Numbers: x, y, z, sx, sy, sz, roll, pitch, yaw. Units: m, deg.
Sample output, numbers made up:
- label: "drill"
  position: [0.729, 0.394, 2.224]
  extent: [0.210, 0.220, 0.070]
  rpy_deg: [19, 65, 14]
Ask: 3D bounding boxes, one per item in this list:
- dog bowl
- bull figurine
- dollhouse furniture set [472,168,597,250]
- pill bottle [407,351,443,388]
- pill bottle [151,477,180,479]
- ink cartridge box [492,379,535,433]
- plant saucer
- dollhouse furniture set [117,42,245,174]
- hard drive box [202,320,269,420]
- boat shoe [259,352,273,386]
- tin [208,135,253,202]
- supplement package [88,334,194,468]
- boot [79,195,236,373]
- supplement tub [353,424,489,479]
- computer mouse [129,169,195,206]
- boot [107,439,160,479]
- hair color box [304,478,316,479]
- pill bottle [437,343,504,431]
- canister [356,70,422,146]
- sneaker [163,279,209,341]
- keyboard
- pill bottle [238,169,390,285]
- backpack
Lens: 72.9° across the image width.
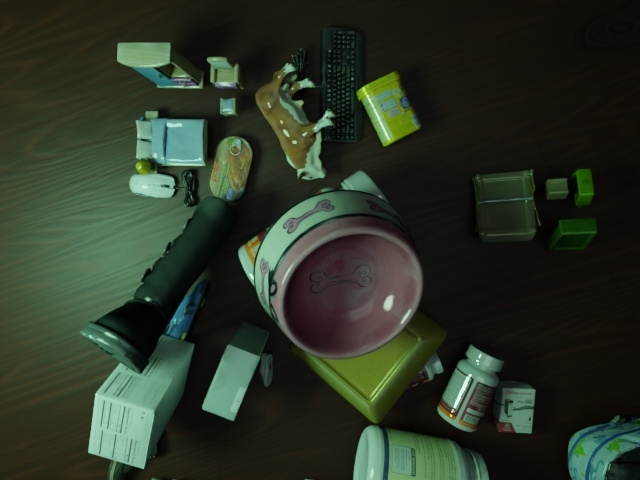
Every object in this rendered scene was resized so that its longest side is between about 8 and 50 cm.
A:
- label: "dog bowl"
  position: [0.056, 0.097, 1.009]
  extent: [0.409, 0.150, 0.407]
  rpy_deg: [-6, 116, -13]
- label: "bull figurine"
  position: [-0.059, -0.316, 1.179]
  extent: [0.188, 0.101, 0.310]
  rpy_deg: [-36, 88, 28]
- label: "dollhouse furniture set"
  position: [0.594, -0.083, 1.239]
  extent: [0.302, 0.151, 0.197]
  rpy_deg: [-2, 73, 17]
- label: "pill bottle"
  position: [0.272, 0.375, 1.256]
  extent: [0.152, 0.086, 0.086]
  rpy_deg: [-20, 94, 2]
- label: "pill bottle"
  position: [-0.405, 0.776, 1.261]
  extent: [0.222, 0.124, 0.124]
  rpy_deg: [23, 94, -2]
- label: "ink cartridge box"
  position: [0.570, 0.490, 1.281]
  extent: [0.099, 0.056, 0.135]
  rpy_deg: [2, 94, 0]
- label: "plant saucer"
  position: [0.121, 0.285, 1.206]
  extent: [0.333, 0.081, 0.332]
  rpy_deg: [37, 92, 15]
- label: "dollhouse furniture set"
  position: [-0.367, -0.320, 1.127]
  extent: [0.287, 0.198, 0.303]
  rpy_deg: [4, 93, 9]
- label: "hard drive box"
  position: [-0.222, 0.342, 1.178]
  extent: [0.089, 0.232, 0.181]
  rpy_deg: [23, 94, -2]
- label: "boat shoe"
  position: [-0.164, 0.381, 1.283]
  extent: [0.035, 0.035, 0.100]
  rpy_deg: [5, 99, 27]
- label: "tin"
  position: [-0.256, -0.202, 1.238]
  extent: [0.106, 0.040, 0.189]
  rpy_deg: [15, 93, -5]
- label: "supplement package"
  position: [-0.461, 0.407, 1.143]
  extent: [0.145, 0.262, 0.203]
  rpy_deg: [18, 113, -1]
- label: "boot"
  position: [-0.339, 0.079, 1.024]
  extent: [0.146, 0.367, 0.445]
  rpy_deg: [42, 63, -13]
- label: "supplement tub"
  position: [0.269, 0.661, 1.201]
  extent: [0.325, 0.235, 0.235]
  rpy_deg: [11, 94, -1]
- label: "computer mouse"
  position: [-0.454, -0.153, 1.236]
  extent: [0.193, 0.042, 0.105]
  rpy_deg: [4, 95, -1]
- label: "boot"
  position: [-0.544, 0.658, 1.280]
  extent: [0.137, 0.077, 0.197]
  rpy_deg: [4, 95, -6]
- label: "hair color box"
  position: [0.115, 0.805, 1.241]
  extent: [0.348, 0.174, 0.105]
  rpy_deg: [9, 95, -1]
- label: "pill bottle"
  position: [0.433, 0.419, 1.243]
  extent: [0.121, 0.121, 0.221]
  rpy_deg: [24, 94, -2]
- label: "canister"
  position: [0.193, -0.363, 1.207]
  extent: [0.126, 0.073, 0.169]
  rpy_deg: [-27, 95, -7]
- label: "sneaker"
  position: [-0.390, 0.200, 1.249]
  extent: [0.082, 0.069, 0.209]
  rpy_deg: [26, 94, 2]
- label: "keyboard"
  position: [0.020, -0.438, 1.226]
  extent: [0.202, 0.033, 0.316]
  rpy_deg: [0, 93, 0]
- label: "pill bottle"
  position: [0.000, 0.000, 1.159]
  extent: [0.392, 0.224, 0.224]
  rpy_deg: [-36, 93, 2]
- label: "backpack"
  position: [0.893, 0.645, 1.216]
  extent: [0.356, 0.273, 0.289]
  rpy_deg: [-8, 97, -22]
